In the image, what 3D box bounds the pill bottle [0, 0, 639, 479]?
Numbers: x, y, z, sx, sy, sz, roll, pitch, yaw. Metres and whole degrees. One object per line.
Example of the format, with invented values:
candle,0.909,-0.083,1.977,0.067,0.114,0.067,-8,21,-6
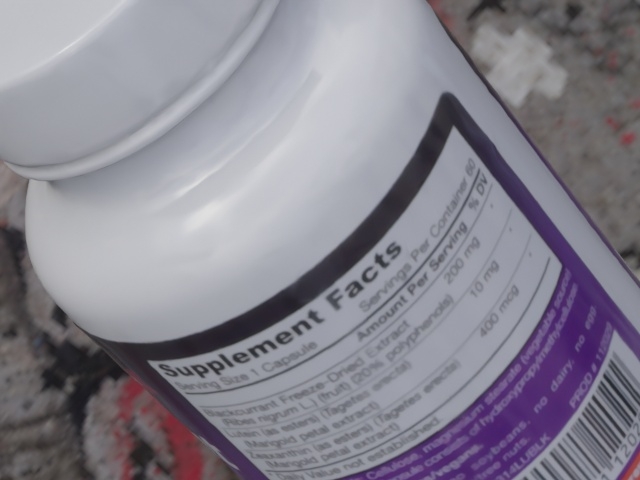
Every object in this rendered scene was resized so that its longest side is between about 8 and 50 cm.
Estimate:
pill bottle,0.000,0.000,0.443,0.193,0.108,0.108,49,46,-34
